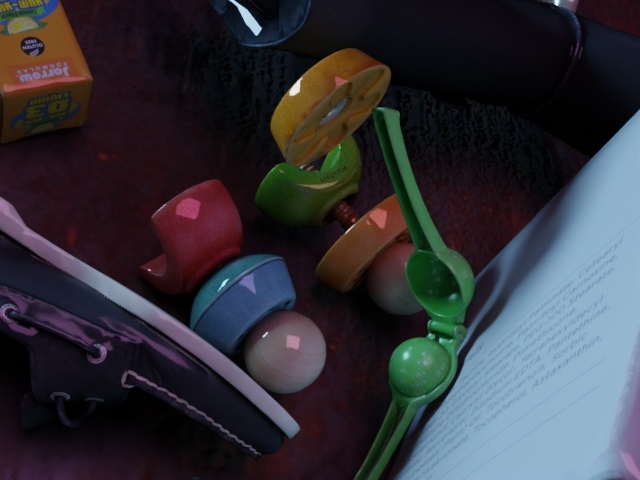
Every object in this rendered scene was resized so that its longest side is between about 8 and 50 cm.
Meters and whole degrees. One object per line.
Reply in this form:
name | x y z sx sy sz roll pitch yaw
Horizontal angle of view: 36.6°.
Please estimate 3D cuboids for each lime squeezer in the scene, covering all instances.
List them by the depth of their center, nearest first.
lime squeezer | 0.066 0.067 0.699 0.110 0.058 0.310 3 96 -56

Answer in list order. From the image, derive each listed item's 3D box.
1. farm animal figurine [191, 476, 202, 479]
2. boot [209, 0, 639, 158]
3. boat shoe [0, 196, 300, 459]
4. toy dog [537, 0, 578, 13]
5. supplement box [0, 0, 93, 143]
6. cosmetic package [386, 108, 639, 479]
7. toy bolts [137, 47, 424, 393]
farm animal figurine | 0.046 0.310 0.451 0.326 0.172 0.330 16 81 15
boot | 0.152 -0.164 0.836 0.445 0.146 0.367 13 12 -37
boat shoe | -0.176 0.065 0.631 0.340 0.127 0.113 36 76 -10
toy dog | 0.116 -0.447 1.064 0.407 0.284 0.395 10 52 -20
supplement box | -0.260 -0.200 0.781 0.078 0.080 0.233 -19 76 -28
cosmetic package | 0.261 0.151 0.653 0.329 0.327 0.394 33 46 -2
toy bolts | 0.000 0.000 0.720 0.228 0.218 0.158 -35 75 -27
